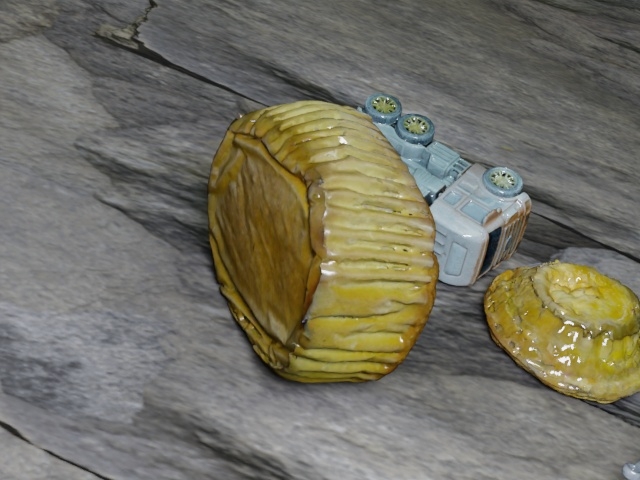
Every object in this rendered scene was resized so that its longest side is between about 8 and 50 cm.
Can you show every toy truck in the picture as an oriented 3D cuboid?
[{"bbox_3d":[0.084,-0.050,1.385,0.256,0.108,0.140,34,50,21],"label":"toy truck"}]

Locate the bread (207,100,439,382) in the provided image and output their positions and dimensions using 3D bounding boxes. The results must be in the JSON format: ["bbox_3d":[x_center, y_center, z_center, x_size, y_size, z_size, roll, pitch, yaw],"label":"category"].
[{"bbox_3d":[0.000,0.000,1.164,0.142,0.227,0.253,1,33,-31],"label":"bread"}]

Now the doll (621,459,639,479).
[{"bbox_3d":[0.358,0.214,1.192,0.227,0.075,0.102,6,22,-36],"label":"doll"}]

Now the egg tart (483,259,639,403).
[{"bbox_3d":[0.257,0.081,1.324,0.191,0.074,0.191,12,36,-9],"label":"egg tart"}]
